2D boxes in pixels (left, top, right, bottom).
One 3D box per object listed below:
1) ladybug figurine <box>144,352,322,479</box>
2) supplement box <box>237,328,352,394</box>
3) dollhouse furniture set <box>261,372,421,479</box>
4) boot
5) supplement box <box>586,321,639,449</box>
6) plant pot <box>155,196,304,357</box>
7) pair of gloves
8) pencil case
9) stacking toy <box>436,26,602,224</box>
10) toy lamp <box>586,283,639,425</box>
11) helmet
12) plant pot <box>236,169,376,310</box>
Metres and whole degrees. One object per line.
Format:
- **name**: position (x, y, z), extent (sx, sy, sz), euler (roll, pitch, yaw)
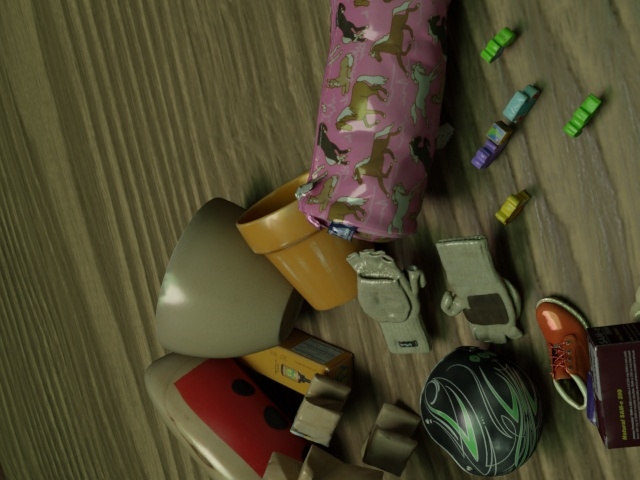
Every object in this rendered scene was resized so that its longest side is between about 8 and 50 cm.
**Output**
- **ladybug figurine**: position (-0.140, 0.360, 1.510), extent (0.449, 0.305, 0.162), euler (43, 87, 17)
- **supplement box**: position (-0.050, 0.217, 1.484), extent (0.233, 0.080, 0.078), euler (20, 119, 39)
- **dollhouse furniture set**: position (0.079, 0.478, 1.276), extent (0.394, 0.362, 0.257), euler (22, 122, 1)
- **boot**: position (0.334, 0.152, 1.095), extent (0.059, 0.084, 0.158), euler (-42, 74, 45)
- **supplement box**: position (0.438, 0.157, 0.926), extent (0.239, 0.073, 0.130), euler (-7, 101, 10)
- **plant pot**: position (-0.134, 0.089, 1.408), extent (0.190, 0.284, 0.284), euler (19, 120, 11)
- **pair of gloves**: position (0.172, 0.080, 1.193), extent (0.240, 0.042, 0.204), euler (-12, 124, 33)
- **pencil case**: position (0.076, -0.193, 1.103), extent (0.160, 0.167, 0.386), euler (14, 97, 44)
- **stacking toy**: position (0.252, -0.152, 1.089), extent (0.167, 0.052, 0.221), euler (46, 129, 19)
- **toy lamp**: position (0.391, 0.106, 0.999), extent (0.080, 0.080, 0.275), euler (22, 109, 36)
- **helmet**: position (0.240, 0.249, 1.163), extent (0.161, 0.169, 0.170), euler (40, 130, 47)
- **plant pot**: position (0.000, 0.000, 1.290), extent (0.205, 0.205, 0.188), euler (-17, 108, 45)
